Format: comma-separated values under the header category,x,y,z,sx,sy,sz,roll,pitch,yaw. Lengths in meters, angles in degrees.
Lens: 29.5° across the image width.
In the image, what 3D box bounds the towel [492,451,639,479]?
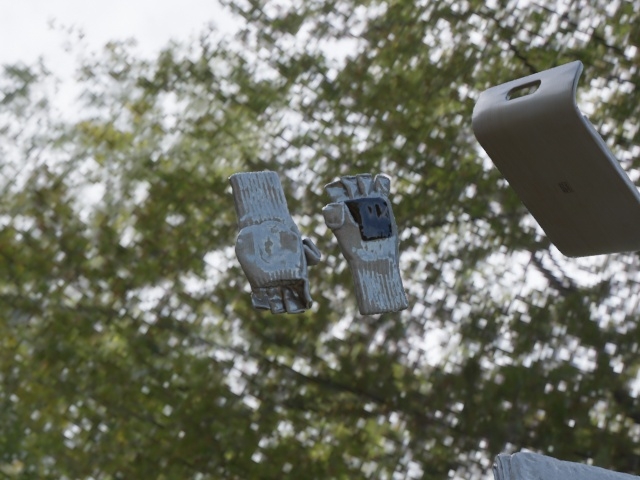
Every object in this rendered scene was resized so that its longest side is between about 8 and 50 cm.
category,x,y,z,sx,sy,sz,roll,pitch,yaw
towel,0.371,0.389,1.649,0.282,0.187,0.049,15,-51,-12

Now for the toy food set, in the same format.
category,x,y,z,sx,sy,sz,roll,pitch,yaw
toy food set,0.372,-0.104,1.715,0.306,0.092,0.220,50,-26,-16

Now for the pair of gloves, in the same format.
category,x,y,z,sx,sy,sz,roll,pitch,yaw
pair of gloves,0.000,0.000,1.602,0.240,0.204,0.042,2,-24,-22
